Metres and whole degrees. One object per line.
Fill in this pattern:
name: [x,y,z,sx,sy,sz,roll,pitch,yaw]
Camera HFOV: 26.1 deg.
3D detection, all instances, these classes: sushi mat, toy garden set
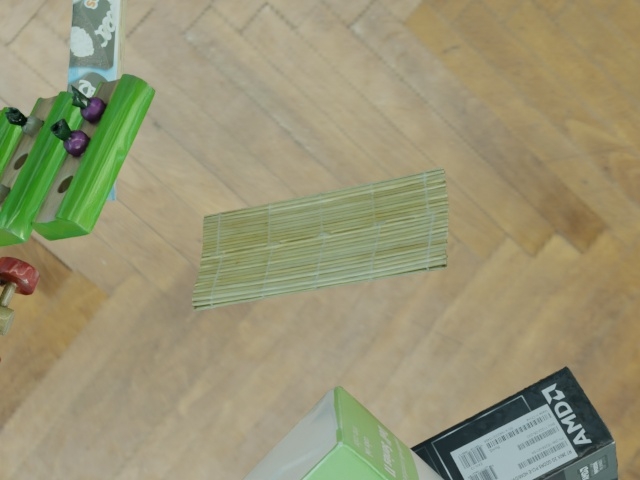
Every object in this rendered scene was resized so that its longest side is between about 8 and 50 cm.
sushi mat: [0.000,0.000,1.619,0.317,0.151,0.019,-10,135,17]
toy garden set: [-0.235,-0.011,0.884,0.049,0.244,0.203,41,57,-35]

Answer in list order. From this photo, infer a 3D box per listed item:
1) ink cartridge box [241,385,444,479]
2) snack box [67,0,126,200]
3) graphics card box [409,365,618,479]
ink cartridge box: [0.071,0.298,0.933,0.353,0.119,0.207,42,97,-9]
snack box: [-0.268,-0.228,1.667,0.060,0.187,0.321,2,73,-6]
graphics card box: [0.100,0.277,1.297,0.371,0.232,0.094,-28,58,-3]
